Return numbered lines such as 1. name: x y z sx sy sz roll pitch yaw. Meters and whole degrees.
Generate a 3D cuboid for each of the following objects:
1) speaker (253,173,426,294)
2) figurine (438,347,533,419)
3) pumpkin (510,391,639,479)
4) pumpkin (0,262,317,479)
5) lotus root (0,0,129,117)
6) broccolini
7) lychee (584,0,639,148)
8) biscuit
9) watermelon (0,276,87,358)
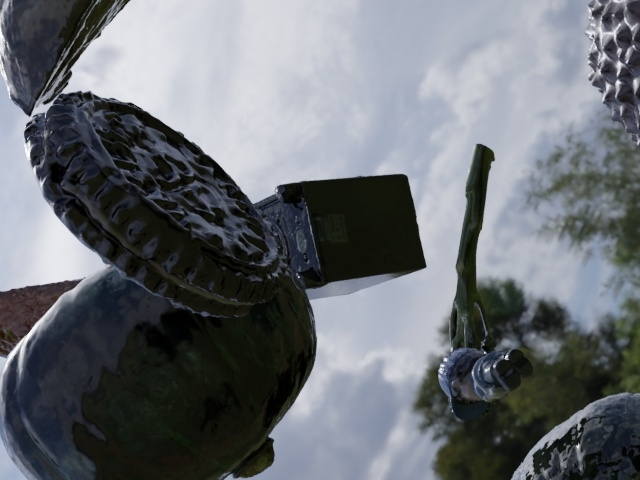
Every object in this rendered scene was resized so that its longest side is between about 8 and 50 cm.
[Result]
1. speaker: 0.000 0.000 1.775 0.254 0.232 0.184 -7 -100 -37
2. figurine: 0.184 0.154 1.228 0.077 0.079 0.136 -37 -10 -26
3. pumpkin: 0.385 0.366 1.351 0.328 0.291 0.257 -57 -12 28
4. pumpkin: -0.137 0.134 1.002 0.315 0.238 0.315 -41 -5 -4
5. lotus root: -0.281 -0.301 1.167 0.314 0.142 0.210 -53 7 11
6. broccolini: 0.234 0.057 1.519 0.074 0.079 0.392 15 -101 -38
7. lychee: 0.409 -0.208 1.016 0.306 0.306 0.330 -64 -15 0
8. biscuit: -0.103 -0.024 0.679 0.053 0.194 0.194 -47 -19 15
9. watermelon: -0.332 0.119 1.337 0.193 0.256 0.140 106 164 -55
